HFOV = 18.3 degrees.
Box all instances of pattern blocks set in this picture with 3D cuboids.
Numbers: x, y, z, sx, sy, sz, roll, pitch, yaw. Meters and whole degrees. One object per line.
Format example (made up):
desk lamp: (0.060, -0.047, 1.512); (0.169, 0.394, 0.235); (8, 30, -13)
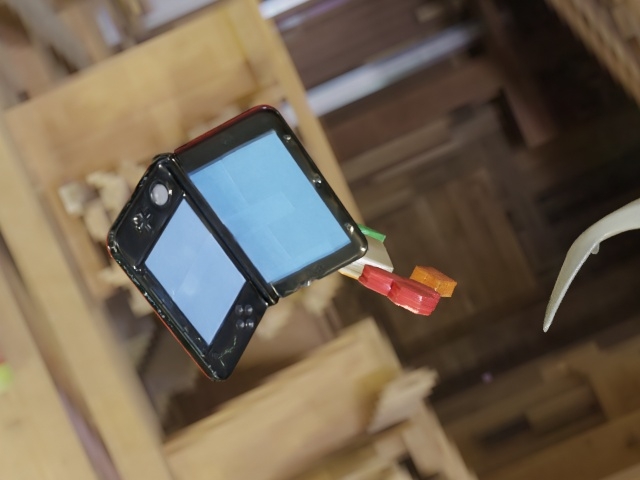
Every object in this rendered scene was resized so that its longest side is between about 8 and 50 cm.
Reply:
pattern blocks set: (0.000, 0.000, 1.987); (0.325, 0.285, 0.026); (-50, 164, -82)

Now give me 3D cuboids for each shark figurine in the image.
shark figurine: (0.302, 0.005, 1.425); (0.278, 0.116, 0.166); (1, 143, 5)

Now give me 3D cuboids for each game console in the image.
game console: (-0.053, 0.004, 1.319); (0.085, 0.144, 0.124); (-7, -139, 38)
